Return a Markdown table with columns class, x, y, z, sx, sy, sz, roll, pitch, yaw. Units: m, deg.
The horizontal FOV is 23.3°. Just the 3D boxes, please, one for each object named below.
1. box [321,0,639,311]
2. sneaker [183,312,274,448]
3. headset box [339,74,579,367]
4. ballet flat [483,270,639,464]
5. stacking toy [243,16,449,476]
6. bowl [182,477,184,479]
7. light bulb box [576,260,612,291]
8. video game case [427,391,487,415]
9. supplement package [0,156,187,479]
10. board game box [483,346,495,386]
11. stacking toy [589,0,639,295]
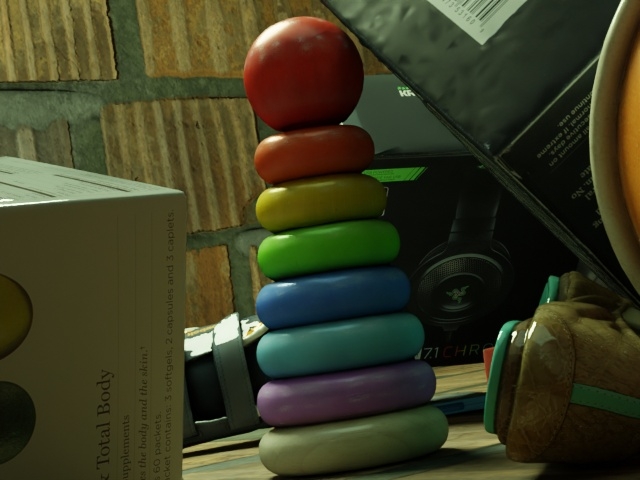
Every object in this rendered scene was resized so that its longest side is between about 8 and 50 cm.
| class | x | y | z | sx | sy | sz | roll | pitch | yaw |
| --- | --- | --- | --- | --- | --- | --- | --- | --- | --- |
| box | 0.193 | -0.109 | 1.150 | 0.183 | 0.296 | 0.294 | -45 | -50 | 5 |
| sneaker | -0.102 | 0.137 | 1.547 | 0.321 | 0.126 | 0.127 | -13 | -7 | -21 |
| headset box | 0.118 | -0.026 | 1.468 | 0.246 | 0.131 | 0.283 | -3 | -50 | -15 |
| ballet flat | 0.182 | 0.083 | 0.982 | 0.124 | 0.116 | 0.342 | 11 | 1 | 12 |
| stacking toy | 0.000 | 0.000 | 1.143 | 0.141 | 0.330 | 0.141 | -9 | -3 | -1 |
| bowl | -0.254 | 0.141 | 1.132 | 0.298 | 0.134 | 0.298 | -9 | -3 | 0 |
| light bulb box | 0.430 | -0.062 | 1.505 | 0.358 | 0.225 | 0.361 | 1 | -21 | -4 |
| video game case | 0.085 | 0.169 | 1.535 | 0.166 | 0.015 | 0.119 | -8 | -3 | -15 |
| supplement package | -0.234 | 0.067 | 0.840 | 0.262 | 0.199 | 0.198 | -6 | 12 | -41 |
| board game box | 0.308 | 0.100 | 1.382 | 0.242 | 0.064 | 0.316 | -11 | -4 | 23 |
| stacking toy | 0.334 | -0.019 | 0.725 | 0.350 | 0.351 | 0.480 | -9 | 15 | 2 |
